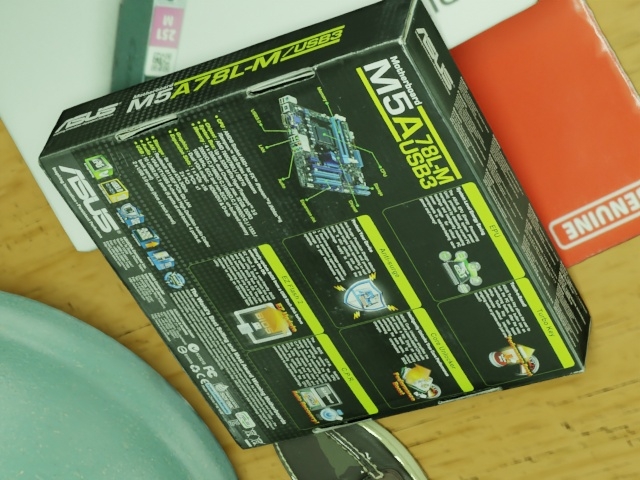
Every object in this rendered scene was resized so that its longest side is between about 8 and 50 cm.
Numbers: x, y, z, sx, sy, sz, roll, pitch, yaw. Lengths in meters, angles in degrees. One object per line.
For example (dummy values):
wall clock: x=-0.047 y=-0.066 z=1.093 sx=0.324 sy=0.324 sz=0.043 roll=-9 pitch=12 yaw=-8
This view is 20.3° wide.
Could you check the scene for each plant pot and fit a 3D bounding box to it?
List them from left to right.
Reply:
plant pot: x=-0.197 y=0.196 z=0.885 sx=0.293 sy=0.196 sz=0.293 roll=8 pitch=122 yaw=12

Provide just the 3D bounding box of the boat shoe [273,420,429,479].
boat shoe: x=0.031 y=0.140 z=0.872 sx=0.152 sy=0.049 sz=0.056 roll=45 pitch=122 yaw=5

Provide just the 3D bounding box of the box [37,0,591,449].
box: x=0.000 y=0.000 z=0.795 sx=0.184 sy=0.045 sz=0.190 roll=-18 pitch=122 yaw=25

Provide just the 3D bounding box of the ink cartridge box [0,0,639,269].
ink cartridge box: x=-0.006 y=-0.058 z=0.812 sx=0.275 sy=0.060 sz=0.239 roll=-27 pitch=94 yaw=31
